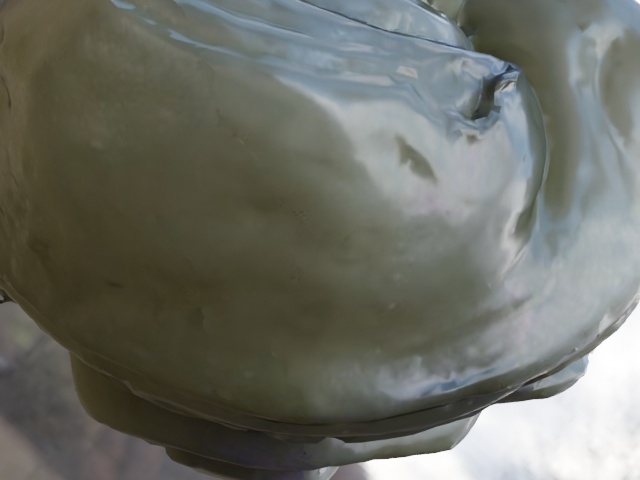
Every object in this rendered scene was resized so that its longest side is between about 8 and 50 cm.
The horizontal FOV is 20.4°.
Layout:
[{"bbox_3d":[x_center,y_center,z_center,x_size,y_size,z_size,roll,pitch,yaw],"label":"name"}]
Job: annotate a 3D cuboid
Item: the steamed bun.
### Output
[{"bbox_3d":[0.000,0.000,0.851,0.339,0.247,0.352,3,-14,-21],"label":"steamed bun"}]
